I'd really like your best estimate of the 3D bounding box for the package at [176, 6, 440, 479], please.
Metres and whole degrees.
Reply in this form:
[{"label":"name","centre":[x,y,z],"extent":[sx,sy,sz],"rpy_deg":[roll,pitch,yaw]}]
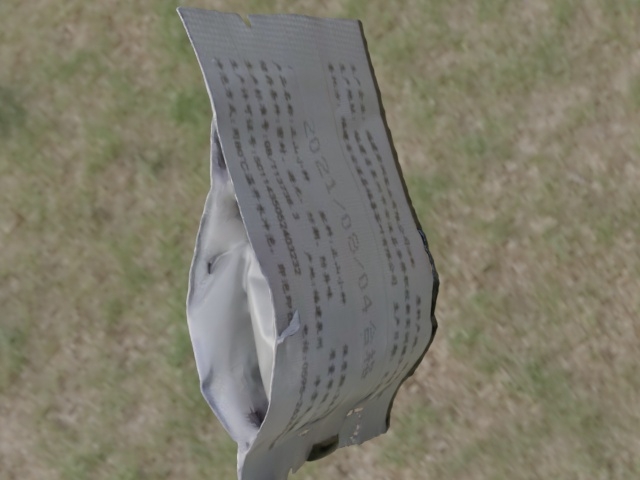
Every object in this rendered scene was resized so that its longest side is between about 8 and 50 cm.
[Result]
[{"label":"package","centre":[0.000,0.000,0.867],"extent":[0.062,0.204,0.251],"rpy_deg":[-4,93,25]}]
